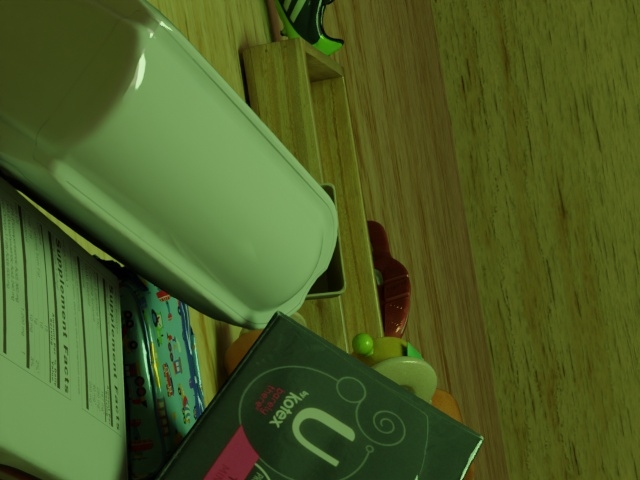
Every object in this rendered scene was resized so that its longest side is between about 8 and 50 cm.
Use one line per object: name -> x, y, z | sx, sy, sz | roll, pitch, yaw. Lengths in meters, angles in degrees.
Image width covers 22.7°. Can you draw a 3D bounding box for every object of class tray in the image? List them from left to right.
tray -> 0.000, 0.000, 1.751 | 0.203, 0.076, 0.411 | 12, 68, -76

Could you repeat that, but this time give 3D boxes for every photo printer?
photo printer -> -0.131, -0.069, 0.869 | 0.107, 0.256, 0.307 | -55, 152, -5

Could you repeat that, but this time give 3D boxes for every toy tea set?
toy tea set -> 0.025, 0.160, 1.543 | 0.124, 0.200, 0.336 | -113, 178, -45

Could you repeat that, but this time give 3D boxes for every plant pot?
plant pot -> -0.033, 0.014, 1.552 | 0.096, 0.109, 0.109 | 82, 2, -76

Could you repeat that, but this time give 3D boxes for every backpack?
backpack -> -0.135, 0.088, 1.029 | 0.173, 0.117, 0.158 | 12, 69, -78

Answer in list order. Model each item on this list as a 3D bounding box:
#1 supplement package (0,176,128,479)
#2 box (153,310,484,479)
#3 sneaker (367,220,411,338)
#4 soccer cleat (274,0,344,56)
supplement package -> -0.196, 0.051, 0.745 | 0.244, 0.139, 0.134 | 52, 30, -64
box -> -0.042, 0.200, 0.925 | 0.165, 0.143, 0.270 | -54, 174, -44
sneaker -> 0.078, 0.084, 1.951 | 0.221, 0.087, 0.128 | -95, 169, -52
soccer cleat -> -0.027, -0.290, 1.816 | 0.060, 0.072, 0.179 | -46, 116, -74
